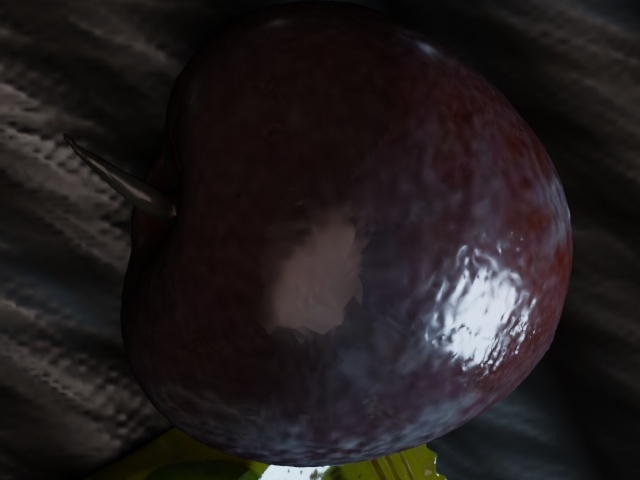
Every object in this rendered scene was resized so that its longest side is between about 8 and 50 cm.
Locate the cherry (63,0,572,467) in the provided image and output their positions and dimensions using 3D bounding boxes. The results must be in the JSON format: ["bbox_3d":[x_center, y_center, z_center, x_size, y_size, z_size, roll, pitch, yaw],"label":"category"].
[{"bbox_3d":[0.000,0.000,0.984,0.285,0.213,0.236,20,110,-22],"label":"cherry"}]

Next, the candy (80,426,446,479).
[{"bbox_3d":[-0.065,0.185,1.105,0.297,0.081,0.187,-28,107,-10],"label":"candy"}]
